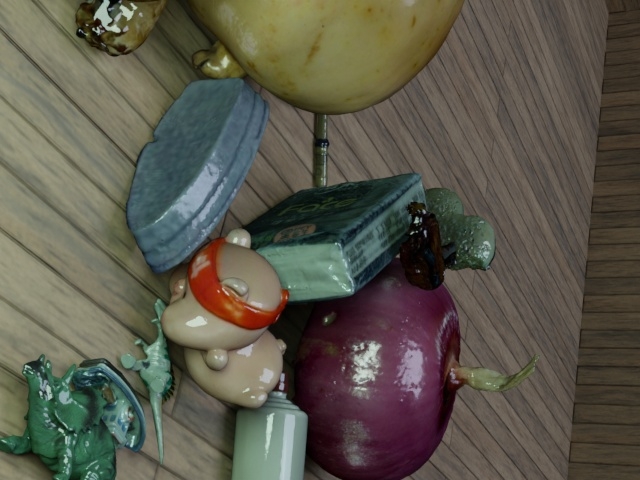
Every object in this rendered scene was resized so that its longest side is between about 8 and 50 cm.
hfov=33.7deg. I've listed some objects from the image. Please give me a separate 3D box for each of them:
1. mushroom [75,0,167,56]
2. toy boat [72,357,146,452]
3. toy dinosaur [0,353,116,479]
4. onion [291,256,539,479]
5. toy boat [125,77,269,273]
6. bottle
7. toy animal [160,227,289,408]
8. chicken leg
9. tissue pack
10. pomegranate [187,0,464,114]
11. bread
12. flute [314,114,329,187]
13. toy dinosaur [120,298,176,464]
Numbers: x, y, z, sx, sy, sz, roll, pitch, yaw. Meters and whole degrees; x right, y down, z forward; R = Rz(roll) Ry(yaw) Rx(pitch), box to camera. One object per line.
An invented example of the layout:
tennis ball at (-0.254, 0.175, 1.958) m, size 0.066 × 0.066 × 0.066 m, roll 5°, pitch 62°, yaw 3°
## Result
mushroom at (-0.210, -0.364, 1.160) m, size 0.267 × 0.255 × 0.267 m, roll 9°, pitch 74°, yaw -35°
toy boat at (-0.238, 0.197, 1.207) m, size 0.066 × 0.059 × 0.140 m, roll -81°, pitch 155°, yaw -48°
toy dinosaur at (-0.266, 0.254, 1.134) m, size 0.120 × 0.079 × 0.291 m, roll -37°, pitch 124°, yaw -56°
onion at (0.110, 0.217, 1.644) m, size 0.358 × 0.345 × 0.358 m, roll -49°, pitch 164°, yaw -20°
toy boat at (-0.158, -0.086, 1.316) m, size 0.078 × 0.127 × 0.282 m, roll 59°, pitch 43°, yaw -43°
bottle at (-0.072, 0.304, 1.480) m, size 0.104 × 0.104 × 0.245 m, roll 26°, pitch 64°, yaw -60°
toy animal at (-0.117, 0.097, 1.327) m, size 0.171 × 0.171 × 0.197 m, roll -48°, pitch 140°, yaw -54°
chicken leg at (0.158, 0.020, 1.531) m, size 0.253 × 0.051 × 0.105 m, roll 39°, pitch 61°, yaw -69°
tissue pack at (0.000, 0.000, 1.508) m, size 0.316 × 0.228 × 0.103 m, roll -38°, pitch 118°, yaw -58°
pomegranate at (-0.009, -0.350, 1.395) m, size 0.411 × 0.412 × 0.411 m, roll 9°, pitch 80°, yaw -63°
bread at (0.238, -0.012, 2.099) m, size 0.232 × 0.172 × 0.064 m, roll 52°, pitch 2°, yaw 39°
flute at (0.004, -0.201, 1.757) m, size 0.027 × 0.027 × 0.232 m, roll 14°, pitch 76°, yaw -62°
toy dinosaur at (-0.198, 0.171, 1.313) m, size 0.106 × 0.044 × 0.187 m, roll -34°, pitch 109°, yaw -78°
